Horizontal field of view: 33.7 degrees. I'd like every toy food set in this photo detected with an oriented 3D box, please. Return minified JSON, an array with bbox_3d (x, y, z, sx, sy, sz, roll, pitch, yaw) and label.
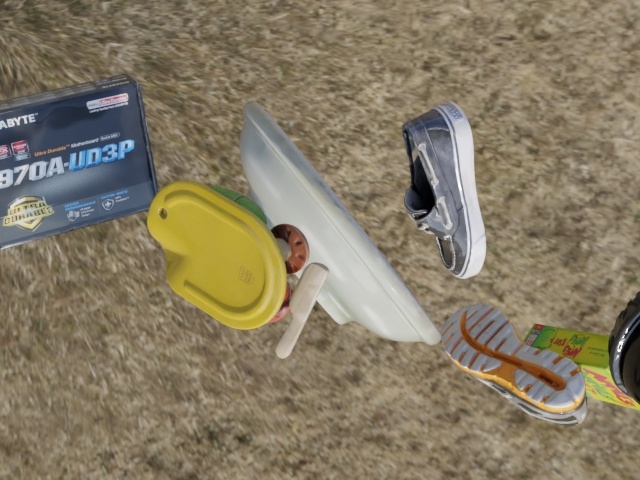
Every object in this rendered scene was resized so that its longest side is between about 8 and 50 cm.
[{"bbox_3d":[-0.073,0.016,1.054,0.071,0.218,0.128,-23,138,-51],"label":"toy food set"}]

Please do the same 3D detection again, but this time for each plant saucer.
[{"bbox_3d":[0.000,0.000,1.394,0.101,0.400,0.400,-39,110,1],"label":"plant saucer"}]

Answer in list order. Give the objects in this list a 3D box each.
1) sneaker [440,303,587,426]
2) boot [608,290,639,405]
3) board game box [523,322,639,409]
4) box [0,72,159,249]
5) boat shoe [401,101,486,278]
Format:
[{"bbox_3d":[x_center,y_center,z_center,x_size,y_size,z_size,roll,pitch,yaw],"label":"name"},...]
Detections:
[{"bbox_3d":[0.222,0.149,1.228,0.084,0.215,0.083,-44,134,-8],"label":"sneaker"},{"bbox_3d":[0.351,0.112,0.774,0.131,0.260,0.348,33,134,-17],"label":"boot"},{"bbox_3d":[0.319,0.147,1.233,0.092,0.181,0.043,40,78,-17],"label":"board game box"},{"bbox_3d":[-0.322,-0.099,1.325,0.220,0.051,0.175,-16,119,-20],"label":"box"},{"bbox_3d":[0.173,-0.057,1.562,0.102,0.108,0.301,-23,131,-14],"label":"boat shoe"}]
